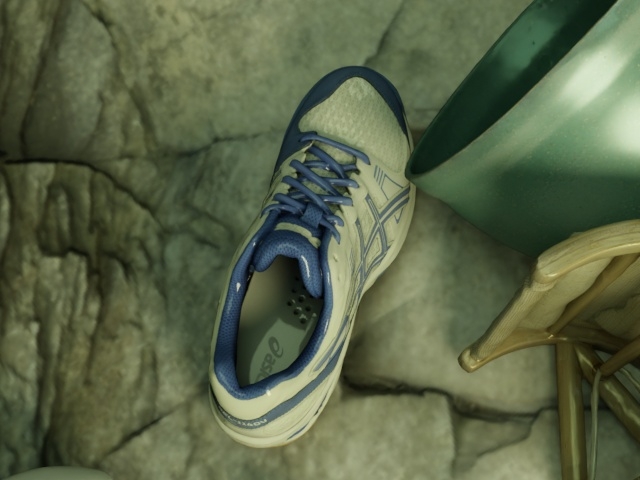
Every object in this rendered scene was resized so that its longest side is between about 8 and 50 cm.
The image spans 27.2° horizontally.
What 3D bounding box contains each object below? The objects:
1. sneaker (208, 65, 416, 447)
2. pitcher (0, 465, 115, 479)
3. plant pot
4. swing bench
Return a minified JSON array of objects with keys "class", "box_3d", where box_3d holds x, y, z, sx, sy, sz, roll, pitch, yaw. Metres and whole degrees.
[{"class":"sneaker","box_3d":[0.000,0.000,0.932,0.112,0.131,0.296,14,74,6]},{"class":"pitcher","box_3d":[-0.233,0.215,0.871,0.207,0.125,0.178,-23,49,-27]},{"class":"plant pot","box_3d":[0.227,-0.086,0.889,0.196,0.293,0.293,42,79,-6]},{"class":"swing bench","box_3d":[0.219,0.128,0.824,0.165,0.253,0.254,-17,75,-9]}]
